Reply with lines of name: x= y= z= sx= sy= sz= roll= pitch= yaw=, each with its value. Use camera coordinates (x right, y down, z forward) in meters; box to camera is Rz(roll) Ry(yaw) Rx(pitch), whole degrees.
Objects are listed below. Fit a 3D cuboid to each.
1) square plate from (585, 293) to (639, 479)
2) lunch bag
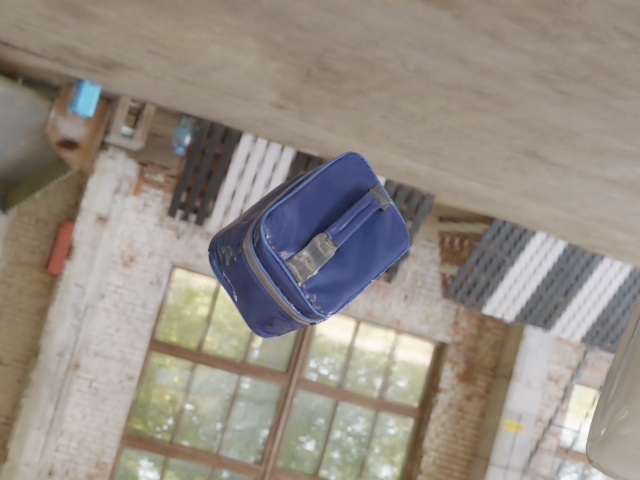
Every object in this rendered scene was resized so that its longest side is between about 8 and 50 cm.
square plate: x=0.295 y=-0.026 z=0.356 sx=0.344 sy=0.347 sz=0.049 roll=17 pitch=173 yaw=38
lunch bag: x=0.000 y=0.000 z=0.529 sx=0.065 sy=0.098 sz=0.067 roll=-20 pitch=107 yaw=51
